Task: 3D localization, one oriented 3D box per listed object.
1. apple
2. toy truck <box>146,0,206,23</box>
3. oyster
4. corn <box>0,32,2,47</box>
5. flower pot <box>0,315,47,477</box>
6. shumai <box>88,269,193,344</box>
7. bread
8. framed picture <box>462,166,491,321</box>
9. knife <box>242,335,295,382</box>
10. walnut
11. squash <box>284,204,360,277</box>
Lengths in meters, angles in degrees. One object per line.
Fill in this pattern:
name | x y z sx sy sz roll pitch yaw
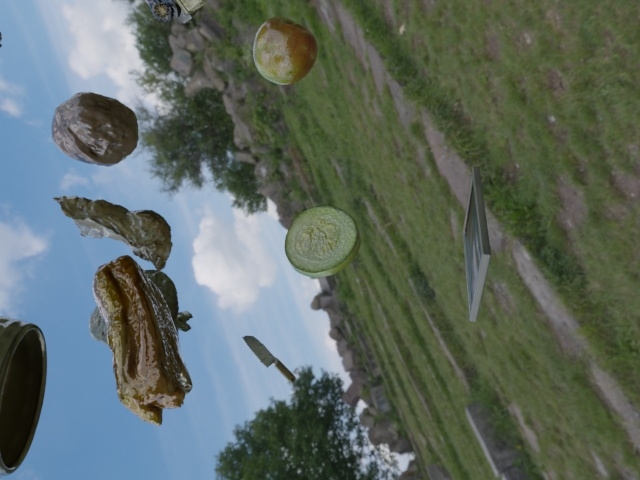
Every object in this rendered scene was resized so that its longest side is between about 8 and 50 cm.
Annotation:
apple | -0.110 -0.567 1.410 0.196 0.195 0.196 -25 -90 -86
toy truck | -0.478 -0.867 1.380 0.405 0.253 0.181 52 -147 -37
oyster | -0.399 -0.032 0.932 0.232 0.107 0.161 28 169 -12
corn | -0.948 -0.562 1.122 0.344 0.131 0.131 32 -171 -7
flower pot | -0.683 0.292 0.871 0.307 0.243 0.308 -177 90 -75
shumai | -0.650 0.308 1.732 0.292 0.329 0.289 54 159 23
bread | -0.334 0.190 0.887 0.380 0.109 0.185 47 161 46
framed picture | 0.296 0.003 0.900 0.250 0.016 0.184 -76 -15 -44
knife | -0.154 0.369 1.434 0.017 0.047 0.298 19 151 44
walnut | -0.758 -0.371 1.578 0.273 0.273 0.227 43 -119 -79
squash | 0.000 0.000 1.506 0.049 0.251 0.252 64 -177 -58
